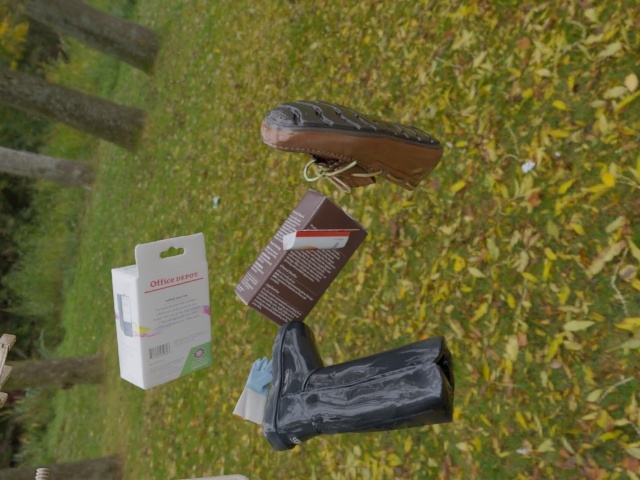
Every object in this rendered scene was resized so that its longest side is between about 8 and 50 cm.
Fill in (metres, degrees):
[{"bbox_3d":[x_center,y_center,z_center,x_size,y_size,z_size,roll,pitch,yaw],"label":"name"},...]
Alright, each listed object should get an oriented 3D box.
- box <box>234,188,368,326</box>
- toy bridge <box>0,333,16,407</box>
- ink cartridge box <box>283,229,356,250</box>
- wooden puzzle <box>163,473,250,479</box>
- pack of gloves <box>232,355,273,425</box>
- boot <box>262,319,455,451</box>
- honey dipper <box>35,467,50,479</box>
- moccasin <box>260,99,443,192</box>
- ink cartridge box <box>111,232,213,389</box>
[{"bbox_3d":[-0.058,0.060,1.745,0.381,0.191,0.143,-52,29,-2],"label":"box"},{"bbox_3d":[-0.660,0.283,1.225,0.063,0.026,0.188,-93,23,-61],"label":"toy bridge"},{"bbox_3d":[0.000,0.000,1.472,0.179,0.145,0.045,173,96,-70],"label":"ink cartridge box"},{"bbox_3d":[-0.320,0.667,1.372,0.080,0.348,0.322,-97,6,-69],"label":"wooden puzzle"},{"bbox_3d":[-0.113,0.425,1.605,0.232,0.195,0.046,-69,3,-54],"label":"pack of gloves"},{"bbox_3d":[0.095,0.298,1.434,0.445,0.146,0.367,-22,40,25],"label":"boot"},{"bbox_3d":[-0.646,0.605,1.356,0.030,0.030,0.160,-45,38,43],"label":"honey dipper"},{"bbox_3d":[0.053,-0.145,1.015,0.139,0.380,0.147,39,114,34],"label":"moccasin"},{"bbox_3d":[-0.388,0.159,1.469,0.119,0.207,0.353,11,106,42],"label":"ink cartridge box"}]
